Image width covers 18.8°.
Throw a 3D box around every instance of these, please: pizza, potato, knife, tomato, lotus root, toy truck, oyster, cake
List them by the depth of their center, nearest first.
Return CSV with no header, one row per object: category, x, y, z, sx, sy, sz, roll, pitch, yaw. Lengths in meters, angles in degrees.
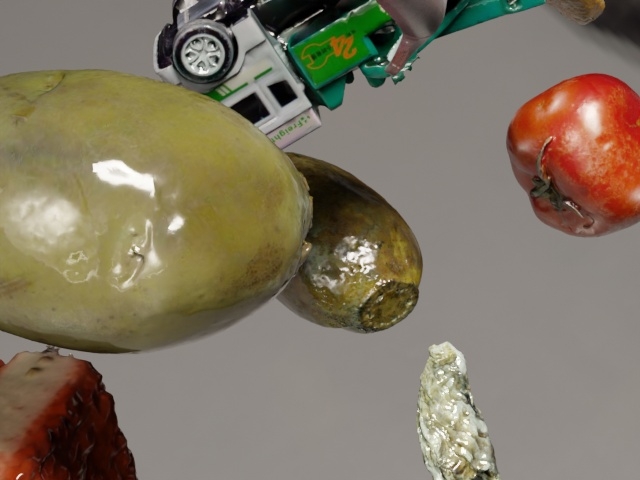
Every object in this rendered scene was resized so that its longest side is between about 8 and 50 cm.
potato,-0.174,-0.022,1.560,0.326,0.221,0.243,15,23,15
knife,0.077,-0.208,1.600,0.053,0.123,0.278,27,0,12
cake,-0.350,0.282,1.838,0.319,0.269,0.270,-6,-62,23
toy truck,0.021,-0.222,1.839,0.178,0.363,0.176,59,8,-22
oyster,0.140,0.196,1.889,0.125,0.064,0.177,-81,148,-60
tomato,0.282,-0.097,2.066,0.187,0.151,0.187,33,-17,11
pizza,0.237,-0.321,2.144,0.194,0.069,0.154,45,10,34
lotus root,0.000,0.000,2.144,0.275,0.160,0.152,40,8,41
